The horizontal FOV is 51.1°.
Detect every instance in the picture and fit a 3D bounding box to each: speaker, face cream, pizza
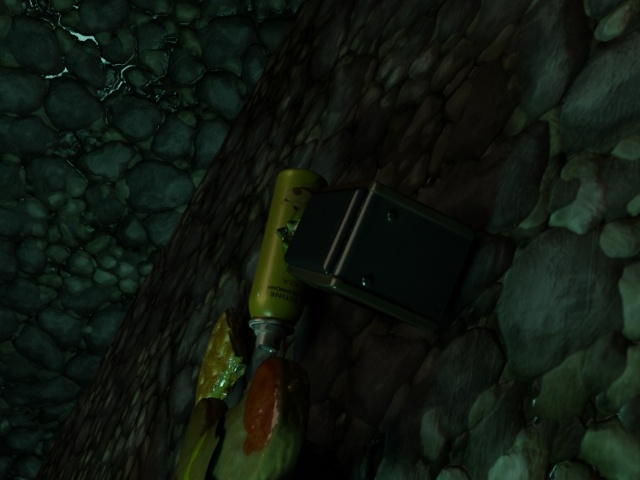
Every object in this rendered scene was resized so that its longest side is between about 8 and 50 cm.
[{"bbox_3d":[0.075,0.018,0.967,0.153,0.192,0.231,-67,18,-5],"label":"speaker"},{"bbox_3d":[-0.065,0.038,1.264,0.105,0.105,0.348,-26,47,57],"label":"face cream"},{"bbox_3d":[-0.212,0.276,1.498,0.197,0.058,0.292,-34,39,50],"label":"pizza"}]

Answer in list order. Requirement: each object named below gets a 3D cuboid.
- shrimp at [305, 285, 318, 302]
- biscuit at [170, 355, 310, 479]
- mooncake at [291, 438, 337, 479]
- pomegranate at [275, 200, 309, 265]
[{"bbox_3d":[-0.042,0.007,1.409,0.164,0.062,0.317,-52,29,18],"label":"shrimp"},{"bbox_3d":[-0.142,0.362,0.881,0.394,0.076,0.368,-38,39,52],"label":"biscuit"},{"bbox_3d":[-0.077,0.403,0.972,0.245,0.133,0.245,-46,34,45],"label":"mooncake"},{"bbox_3d":[0.000,0.000,1.144,0.159,0.205,0.159,-5,80,27],"label":"pomegranate"}]
